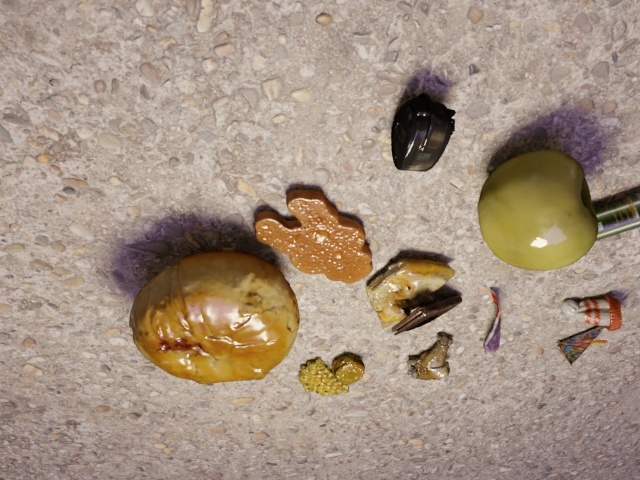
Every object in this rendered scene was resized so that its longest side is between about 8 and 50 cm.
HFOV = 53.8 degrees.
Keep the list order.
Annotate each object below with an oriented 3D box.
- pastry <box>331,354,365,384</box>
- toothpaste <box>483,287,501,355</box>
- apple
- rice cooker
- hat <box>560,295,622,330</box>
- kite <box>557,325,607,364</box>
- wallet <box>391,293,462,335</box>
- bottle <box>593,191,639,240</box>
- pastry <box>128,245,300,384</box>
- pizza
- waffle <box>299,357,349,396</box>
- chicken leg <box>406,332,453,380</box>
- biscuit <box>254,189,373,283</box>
[{"bbox_3d":[0.086,0.396,1.932,0.097,0.057,0.109,-9,126,-12],"label":"pastry"},{"bbox_3d":[0.506,0.252,1.843,0.048,0.075,0.301,8,142,17],"label":"toothpaste"},{"bbox_3d":[0.478,-0.066,1.387,0.262,0.262,0.262,-4,136,-4],"label":"apple"},{"bbox_3d":[0.202,-0.214,1.283,0.106,0.112,0.165,6,137,-22],"label":"rice cooker"},{"bbox_3d":[0.779,0.207,1.824,0.162,0.112,0.094,-1,109,8],"label":"hat"},{"bbox_3d":[0.827,0.333,2.009,0.183,0.014,0.241,-1,136,-10],"label":"kite"},{"bbox_3d":[0.290,0.198,1.698,0.124,0.042,0.230,-43,162,31],"label":"wallet"},{"bbox_3d":[0.707,-0.052,1.540,0.286,0.082,0.082,-20,135,13],"label":"bottle"},{"bbox_3d":[-0.252,0.180,1.535,0.409,0.245,0.410,-2,134,-2],"label":"pastry"},{"bbox_3d":[0.215,0.149,1.692,0.189,0.071,0.297,14,138,-26],"label":"pizza"},{"bbox_3d":[0.013,0.433,1.981,0.160,0.046,0.192,-3,136,-2],"label":"waffle"},{"bbox_3d":[0.351,0.370,1.940,0.125,0.080,0.196,32,124,-19],"label":"chicken leg"},{"bbox_3d":[0.000,0.000,1.527,0.202,0.047,0.334,-34,128,26],"label":"biscuit"}]
